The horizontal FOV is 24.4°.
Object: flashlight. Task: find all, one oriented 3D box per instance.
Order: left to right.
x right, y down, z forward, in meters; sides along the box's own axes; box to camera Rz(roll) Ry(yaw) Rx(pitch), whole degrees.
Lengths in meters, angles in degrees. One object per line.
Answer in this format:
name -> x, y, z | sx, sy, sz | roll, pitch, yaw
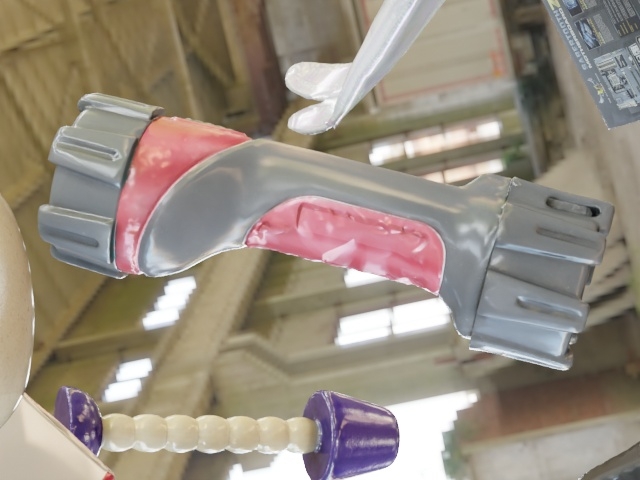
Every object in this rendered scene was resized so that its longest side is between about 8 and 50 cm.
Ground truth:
flashlight -> 0.000, 0.000, 0.830 | 0.103, 0.304, 0.103 | -64, -13, -52

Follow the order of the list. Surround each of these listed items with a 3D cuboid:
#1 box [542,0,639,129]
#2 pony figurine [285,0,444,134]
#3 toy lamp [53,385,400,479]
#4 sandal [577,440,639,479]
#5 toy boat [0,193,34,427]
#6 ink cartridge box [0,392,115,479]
box -> 0.277, -0.226, 1.371 | 0.232, 0.059, 0.183 | 62, 163, -4
pony figurine -> 0.134, -0.216, 0.588 | 0.351, 0.364, 0.302 | 115, 163, -59
toy lamp -> -0.070, 0.156, 1.177 | 0.080, 0.275, 0.080 | -178, 90, -70
sandal -> 0.309, 0.142, 0.989 | 0.167, 0.445, 0.107 | 41, -138, 6
toy boat -> -0.276, 0.100, 0.722 | 0.148, 0.268, 0.318 | 126, 143, -61
ink cartridge box -> -0.266, 0.220, 0.962 | 0.100, 0.237, 0.172 | 44, -138, -13
